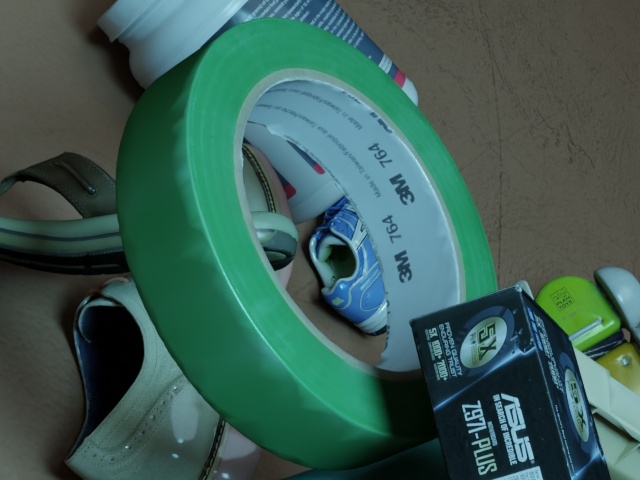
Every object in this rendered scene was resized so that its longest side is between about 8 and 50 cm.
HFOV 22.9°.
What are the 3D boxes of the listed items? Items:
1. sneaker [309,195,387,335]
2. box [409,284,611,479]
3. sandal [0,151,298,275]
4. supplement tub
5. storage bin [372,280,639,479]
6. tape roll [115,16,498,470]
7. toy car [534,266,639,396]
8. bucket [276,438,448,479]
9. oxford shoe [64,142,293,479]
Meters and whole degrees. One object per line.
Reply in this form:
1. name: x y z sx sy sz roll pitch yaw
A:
1. sneaker: 0.034 -0.010 1.570 0.081 0.080 0.211 27 40 -37
2. box: 0.134 0.138 1.028 0.147 0.078 0.180 39 35 -63
3. sandal: -0.167 -0.022 1.213 0.120 0.303 0.086 83 9 -80
4. supplement tub: -0.058 -0.166 1.503 0.272 0.191 0.191 46 35 -10
5. storage bin: 0.191 0.188 1.423 0.262 0.260 0.123 34 42 -26
6. tape roll: 0.000 0.000 1.126 0.321 0.077 0.321 30 46 -36
7. toy car: 0.296 0.125 1.724 0.182 0.159 0.136 59 0 9
8. bucket: 0.039 0.286 1.153 0.183 0.281 0.281 -6 64 -44
9. oxford shoe: -0.117 0.046 1.297 0.147 0.140 0.397 26 39 -23
